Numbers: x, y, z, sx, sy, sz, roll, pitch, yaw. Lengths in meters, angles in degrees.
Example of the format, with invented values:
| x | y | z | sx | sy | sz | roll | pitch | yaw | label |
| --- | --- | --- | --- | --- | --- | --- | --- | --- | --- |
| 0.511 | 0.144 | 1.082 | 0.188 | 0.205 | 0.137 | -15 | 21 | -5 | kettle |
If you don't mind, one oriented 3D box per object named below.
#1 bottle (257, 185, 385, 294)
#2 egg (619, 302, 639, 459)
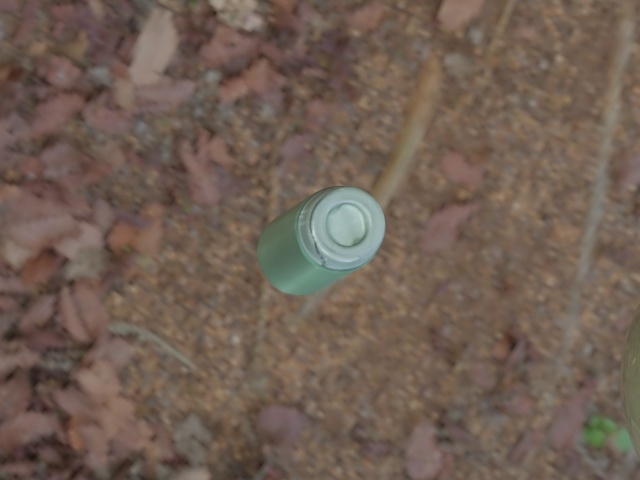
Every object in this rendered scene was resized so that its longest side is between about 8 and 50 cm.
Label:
| x | y | z | sx | sy | sz | roll | pitch | yaw | label |
| --- | --- | --- | --- | --- | --- | --- | --- | --- | --- |
| 0.000 | 0.000 | 0.644 | 0.030 | 0.083 | 0.030 | 1 | 83 | -11 | bottle |
| 0.249 | 0.075 | 0.996 | 0.186 | 0.241 | 0.186 | 0 | 92 | -16 | egg |
